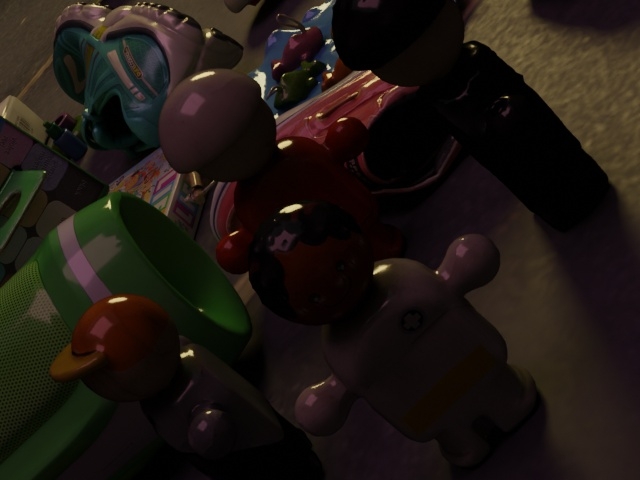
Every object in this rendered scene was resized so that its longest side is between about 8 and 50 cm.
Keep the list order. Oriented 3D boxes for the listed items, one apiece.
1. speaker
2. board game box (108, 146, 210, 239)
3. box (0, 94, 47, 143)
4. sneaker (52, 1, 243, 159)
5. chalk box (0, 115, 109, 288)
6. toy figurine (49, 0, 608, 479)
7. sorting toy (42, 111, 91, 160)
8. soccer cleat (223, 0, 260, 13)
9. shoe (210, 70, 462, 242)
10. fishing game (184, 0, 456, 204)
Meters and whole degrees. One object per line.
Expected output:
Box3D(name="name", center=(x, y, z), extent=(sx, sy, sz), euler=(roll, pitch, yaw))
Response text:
Box3D(name="speaker", center=(-0.179, 0.111, 0.849), extent=(0.296, 0.131, 0.131), euler=(-43, 24, 11))
Box3D(name="board game box", center=(-0.125, -0.005, 1.055), extent=(0.103, 0.026, 0.154), euler=(-32, 28, 30))
Box3D(name="box", center=(-0.390, 0.029, 1.411), extent=(0.322, 0.058, 0.232), euler=(-38, 25, 22))
Box3D(name="sneaker", center=(-0.160, -0.123, 1.210), extent=(0.110, 0.107, 0.275), euler=(-65, 23, -6))
Box3D(name="chalk box", center=(-0.251, -0.013, 1.103), extent=(0.132, 0.132, 0.213), euler=(-62, 18, -19))
Box3D(name="toy figurine", center=(0.000, 0.000, 0.688), extent=(0.213, 0.148, 0.209), euler=(-20, 36, 46))
Box3D(name="sorting toy", center=(-0.236, -0.083, 1.341), extent=(0.061, 0.042, 0.102), euler=(-21, 35, 46))
Box3D(name="soccer cleat", center=(-0.038, -0.272, 1.234), extent=(0.196, 0.076, 0.068), euler=(-61, 17, -15))
Box3D(name="shoe", center=(0.011, -0.044, 0.841), extent=(0.178, 0.063, 0.081), euler=(-38, 20, 11))
Box3D(name="fishing game", center=(0.007, -0.131, 0.989), extent=(0.264, 0.041, 0.189), euler=(-37, 26, 9))
